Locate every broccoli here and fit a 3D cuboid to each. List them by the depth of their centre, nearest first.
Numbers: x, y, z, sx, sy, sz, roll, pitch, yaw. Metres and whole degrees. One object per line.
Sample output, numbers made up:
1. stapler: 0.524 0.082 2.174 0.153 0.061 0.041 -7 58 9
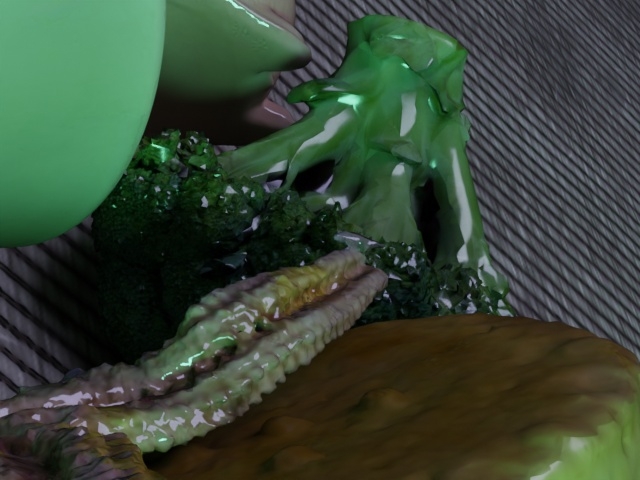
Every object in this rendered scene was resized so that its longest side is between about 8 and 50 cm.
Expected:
1. broccoli: 0.000 0.000 1.056 0.270 0.270 0.270 23 -3 1

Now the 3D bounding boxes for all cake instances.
1. cake: 0.023 0.223 0.831 0.332 0.332 0.321 -39 116 -61

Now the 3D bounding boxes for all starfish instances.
1. starfish: -0.147 0.056 0.710 0.398 0.132 0.384 9 9 -8

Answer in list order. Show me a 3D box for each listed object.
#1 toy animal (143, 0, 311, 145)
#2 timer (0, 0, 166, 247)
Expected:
1. toy animal: -0.107 -0.204 1.182 0.213 0.195 0.256 5 54 -2
2. timer: -0.275 -0.108 0.818 0.315 0.291 0.291 -18 72 -43
